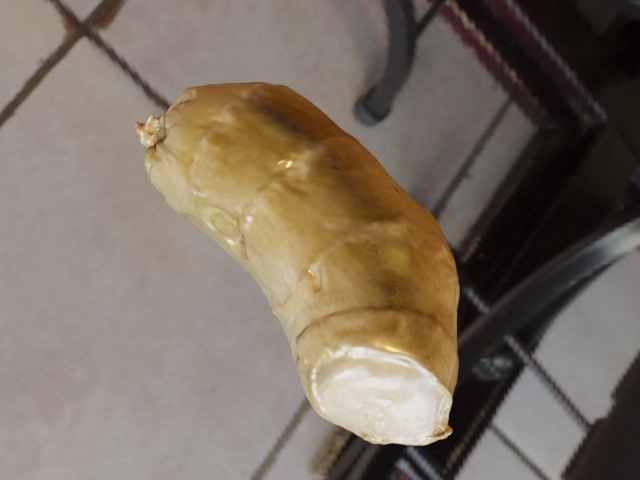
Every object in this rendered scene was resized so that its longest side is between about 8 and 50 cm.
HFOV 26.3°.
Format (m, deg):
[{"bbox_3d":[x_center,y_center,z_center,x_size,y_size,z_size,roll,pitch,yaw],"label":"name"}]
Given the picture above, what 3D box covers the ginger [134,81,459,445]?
[{"bbox_3d":[-0.001,0.002,0.565,0.095,0.069,0.190,-39,72,-13],"label":"ginger"}]
